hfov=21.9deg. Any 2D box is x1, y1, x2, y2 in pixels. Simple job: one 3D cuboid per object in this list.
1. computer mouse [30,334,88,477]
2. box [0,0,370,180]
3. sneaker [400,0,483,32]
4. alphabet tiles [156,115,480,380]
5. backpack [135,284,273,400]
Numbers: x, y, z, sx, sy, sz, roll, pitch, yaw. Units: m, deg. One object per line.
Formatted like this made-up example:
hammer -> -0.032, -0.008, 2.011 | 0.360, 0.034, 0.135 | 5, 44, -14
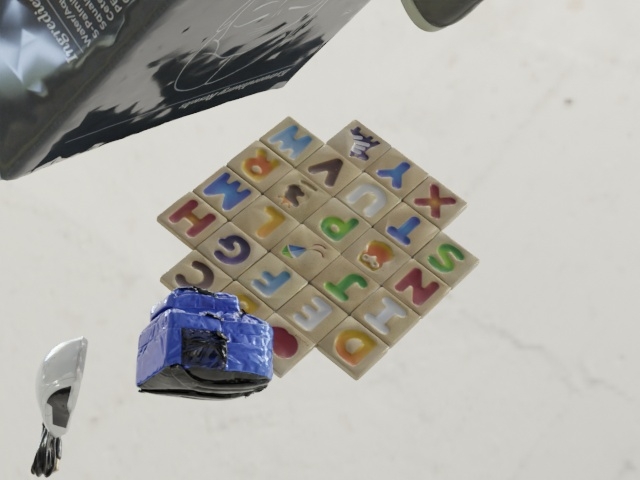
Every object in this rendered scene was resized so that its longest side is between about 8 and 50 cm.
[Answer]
computer mouse -> -0.259, 0.150, 1.612 | 0.042, 0.193, 0.106 | 12, -126, -9
box -> -0.057, -0.252, 1.029 | 0.293, 0.395, 0.212 | -26, -101, -49
sneaker -> 0.104, -0.318, 1.562 | 0.118, 0.222, 0.083 | -23, -171, 42
alphabet tiles -> 0.000, 0.000, 1.820 | 0.285, 0.011, 0.342 | 38, -127, 15
backpack -> -0.104, 0.100, 1.583 | 0.120, 0.098, 0.101 | 12, -108, -23
